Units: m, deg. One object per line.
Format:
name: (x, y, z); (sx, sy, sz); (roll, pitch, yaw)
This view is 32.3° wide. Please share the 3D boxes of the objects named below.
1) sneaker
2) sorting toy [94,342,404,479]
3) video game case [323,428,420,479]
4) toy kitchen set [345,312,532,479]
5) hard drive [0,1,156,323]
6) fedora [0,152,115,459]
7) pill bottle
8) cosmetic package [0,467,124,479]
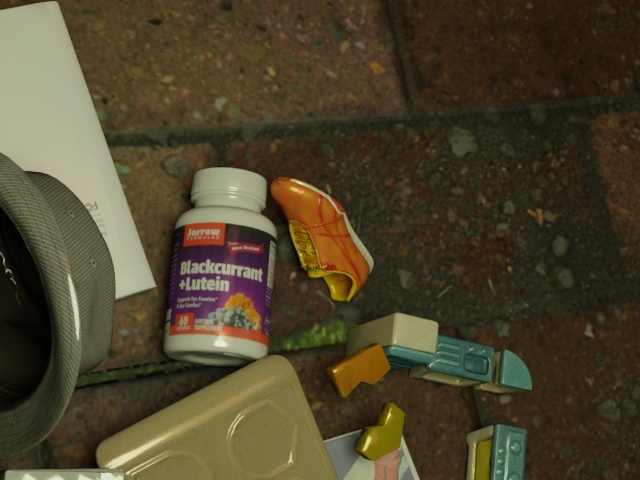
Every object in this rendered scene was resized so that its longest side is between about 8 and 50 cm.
sneaker: (0.000, 0.000, 1.191); (0.175, 0.064, 0.067); (51, 56, -32)
sorting toy: (-0.045, 0.236, 1.095); (0.307, 0.041, 0.229); (-25, 97, -23)
video game case: (0.036, 0.305, 1.157); (0.183, 0.023, 0.201); (-12, 70, -27)
toy kitchen set: (0.137, 0.186, 1.199); (0.207, 0.122, 0.166); (14, 72, -19)
hard drive: (-0.317, -0.070, 1.113); (0.210, 0.040, 0.318); (-18, 85, -26)
fedora: (-0.268, 0.044, 0.988); (0.124, 0.244, 0.275); (-15, 73, -54)
pill bottle: (-0.101, 0.028, 1.144); (0.108, 0.108, 0.193); (9, 73, -21)
cosmetic package: (-0.243, 0.261, 0.956); (0.107, 0.238, 0.127); (4, 79, -20)
